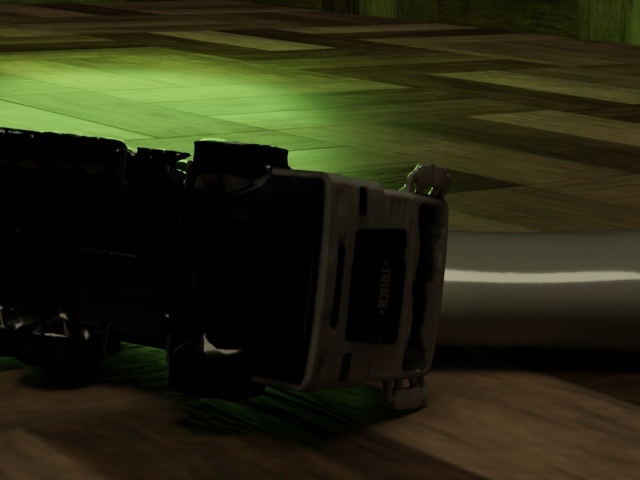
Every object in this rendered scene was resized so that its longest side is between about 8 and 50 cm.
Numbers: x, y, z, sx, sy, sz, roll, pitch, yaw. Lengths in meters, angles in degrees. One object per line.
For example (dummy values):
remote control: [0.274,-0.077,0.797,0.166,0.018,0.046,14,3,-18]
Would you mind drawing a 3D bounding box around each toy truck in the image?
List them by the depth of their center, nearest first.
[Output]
toy truck: [-0.060,0.008,0.730,0.242,0.101,0.125,7,1,40]

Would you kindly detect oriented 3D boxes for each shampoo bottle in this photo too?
shampoo bottle: [0.125,0.022,0.784,0.220,0.051,0.108,1,9,0]
